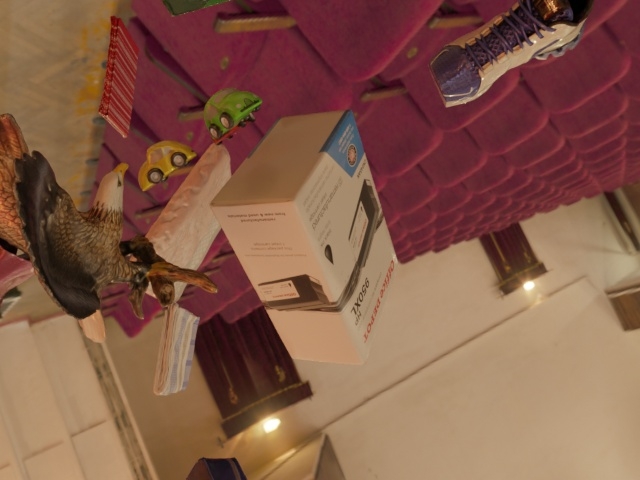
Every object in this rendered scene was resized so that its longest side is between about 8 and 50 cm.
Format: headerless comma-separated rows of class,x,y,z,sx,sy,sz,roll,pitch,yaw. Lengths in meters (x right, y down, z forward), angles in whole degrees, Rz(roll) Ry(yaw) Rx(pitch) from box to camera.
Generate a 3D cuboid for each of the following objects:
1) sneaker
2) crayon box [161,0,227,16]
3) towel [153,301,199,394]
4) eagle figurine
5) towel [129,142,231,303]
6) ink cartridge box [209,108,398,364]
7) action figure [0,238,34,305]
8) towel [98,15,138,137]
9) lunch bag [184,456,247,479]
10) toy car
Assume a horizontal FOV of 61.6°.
sneaker,0.349,-0.379,0.966,0.316,0.127,0.182,-25,172,3
crayon box,-0.110,-0.496,0.848,0.319,0.202,0.081,-12,159,9
towel,-0.343,0.267,1.308,0.034,0.209,0.285,6,166,-1
eagle figurine,-0.309,-0.010,0.666,0.227,0.225,0.298,-19,155,23
towel,-0.290,-0.021,1.190,0.331,0.054,0.317,-60,175,-14
ink cartridge box,0.000,0.000,1.014,0.166,0.394,0.285,0,-139,27
action figure,-0.727,0.118,1.134,0.276,0.248,0.370,-2,121,-64
towel,-0.544,-0.439,1.460,0.031,0.274,0.199,5,174,-3
lunch bag,-0.142,0.342,0.716,0.065,0.067,0.098,21,110,-41
toy car,-0.159,-0.173,0.793,0.239,0.053,0.225,-42,-167,-32
